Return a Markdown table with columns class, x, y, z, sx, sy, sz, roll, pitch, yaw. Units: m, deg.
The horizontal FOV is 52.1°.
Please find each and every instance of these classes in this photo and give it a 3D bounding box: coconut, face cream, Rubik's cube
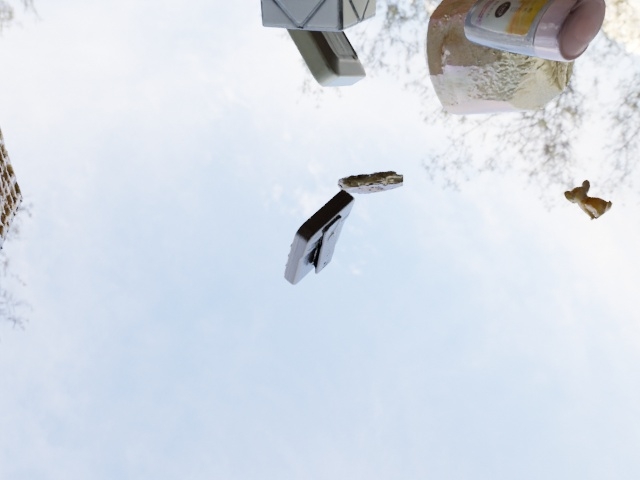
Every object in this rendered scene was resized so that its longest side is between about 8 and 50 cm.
| class | x | y | z | sx | sy | sz | roll | pitch | yaw |
| --- | --- | --- | --- | --- | --- | --- | --- | --- | --- |
| coconut | 0.371 | -0.423 | 1.432 | 0.297 | 0.309 | 0.298 | -8 | -80 | -52 |
| face cream | 0.340 | -0.354 | 1.070 | 0.073 | 0.107 | 0.269 | 26 | -171 | -27 |
| Rubik's cube | -0.004 | -0.584 | 1.446 | 0.205 | 0.208 | 0.205 | 12 | -148 | 23 |

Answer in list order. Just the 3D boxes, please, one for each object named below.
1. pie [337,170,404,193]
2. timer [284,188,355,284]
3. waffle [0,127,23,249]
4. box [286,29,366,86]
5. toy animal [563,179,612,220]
| class | x | y | z | sx | sy | sz | roll | pitch | yaw |
| --- | --- | --- | --- | --- | --- | --- | --- | --- | --- |
| pie | 0.138 | -0.163 | 1.855 | 0.195 | 0.195 | 0.046 | -3 | -95 | -27 |
| timer | 0.000 | 0.000 | 1.248 | 0.055 | 0.187 | 0.144 | 38 | -122 | 13 |
| waffle | -0.696 | -0.119 | 1.330 | 0.091 | 0.213 | 0.308 | -12 | -152 | -12 |
| box | -0.003 | -0.671 | 2.106 | 0.367 | 0.090 | 0.373 | 60 | -155 | -3 |
| toy animal | 0.540 | -0.084 | 1.323 | 0.060 | 0.081 | 0.083 | -42 | -95 | -5 |
